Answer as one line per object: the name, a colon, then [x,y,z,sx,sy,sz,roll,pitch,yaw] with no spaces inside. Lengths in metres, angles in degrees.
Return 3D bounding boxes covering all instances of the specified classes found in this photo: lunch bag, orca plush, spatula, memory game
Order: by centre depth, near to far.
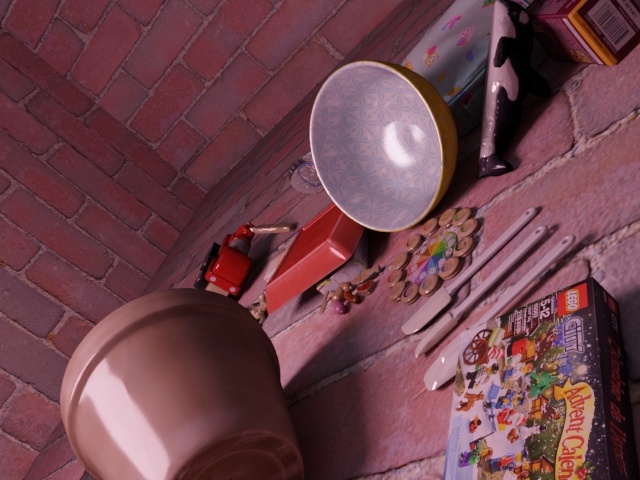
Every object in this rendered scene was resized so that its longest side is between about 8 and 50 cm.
spatula: [0.201,0.065,0.742,0.242,0.019,0.168,-46,12,11]
memory game: [0.166,0.020,0.917,0.186,0.012,0.186,-44,19,19]
orca plush: [0.311,-0.235,0.940,0.151,0.102,0.287,72,-155,-67]
lunch bag: [0.282,-0.334,1.138,0.279,0.107,0.224,-47,41,19]

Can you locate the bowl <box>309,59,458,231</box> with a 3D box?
bowl: [0.135,-0.174,1.056,0.156,0.290,0.289,-24,-3,-41]

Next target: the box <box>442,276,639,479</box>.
box: [0.188,0.155,0.534,0.159,0.044,0.233,-35,23,40]

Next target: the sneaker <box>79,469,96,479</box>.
sneaker: [-0.462,0.519,1.274,0.295,0.104,0.147,-33,29,54]

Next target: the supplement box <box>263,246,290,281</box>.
supplement box: [-0.084,0.058,1.410,0.098,0.036,0.062,-36,22,37]

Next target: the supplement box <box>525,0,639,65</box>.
supplement box: [0.399,-0.337,0.926,0.081,0.104,0.188,-46,18,10]

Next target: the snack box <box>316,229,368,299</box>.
snack box: [0.044,0.036,1.138,0.100,0.037,0.141,-41,18,23]

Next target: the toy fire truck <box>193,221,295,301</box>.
toy fire truck: [-0.200,0.032,1.614,0.246,0.158,0.217,-53,14,26]

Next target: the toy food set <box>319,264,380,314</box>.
toy food set: [0.054,0.093,1.037,0.122,0.019,0.078,-27,28,35]

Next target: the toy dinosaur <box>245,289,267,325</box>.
toy dinosaur: [-0.182,0.189,1.354,0.268,0.064,0.118,-32,18,50]

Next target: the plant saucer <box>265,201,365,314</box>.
plant saucer: [0.000,0.000,1.191,0.259,0.047,0.258,-37,16,40]

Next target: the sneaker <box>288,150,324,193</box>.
sneaker: [0.032,-0.228,1.652,0.297,0.111,0.129,-32,9,35]

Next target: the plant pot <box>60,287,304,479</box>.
plant pot: [-0.164,0.264,0.822,0.323,0.323,0.280,-51,35,-4]
